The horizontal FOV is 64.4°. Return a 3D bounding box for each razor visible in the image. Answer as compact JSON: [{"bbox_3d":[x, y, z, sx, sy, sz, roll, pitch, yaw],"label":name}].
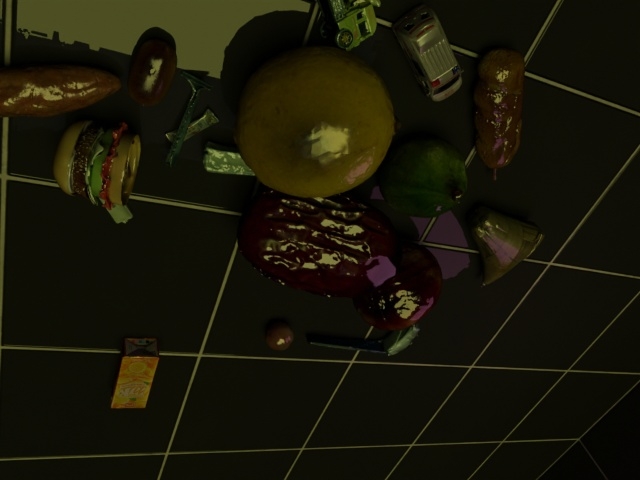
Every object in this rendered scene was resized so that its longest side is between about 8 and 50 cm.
[{"bbox_3d":[-0.268,-0.232,1.007,0.066,0.033,0.190,27,111,4],"label":"razor"}]

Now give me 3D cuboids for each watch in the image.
[{"bbox_3d":[0.143,0.280,1.542,0.276,0.068,0.274,-40,129,16],"label":"watch"}]

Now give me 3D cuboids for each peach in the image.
[{"bbox_3d":[-0.119,0.271,1.440,0.083,0.083,0.083,-9,130,-11],"label":"peach"}]

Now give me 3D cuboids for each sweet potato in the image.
[{"bbox_3d":[-0.481,-0.267,0.885,0.252,0.097,0.097,-13,130,-13],"label":"sweet potato"}]

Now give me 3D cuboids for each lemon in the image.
[{"bbox_3d":[-0.010,-0.218,0.954,0.297,0.297,0.297,-9,130,-11],"label":"lemon"}]

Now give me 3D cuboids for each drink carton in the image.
[{"bbox_3d":[-0.510,0.367,1.394,0.096,0.071,0.223,8,124,-25],"label":"drink carton"}]

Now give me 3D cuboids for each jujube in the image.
[{"bbox_3d":[0.000,0.000,1.164,0.377,0.258,0.258,21,120,-14],"label":"jujube"}]

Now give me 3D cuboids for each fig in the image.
[{"bbox_3d":[0.254,-0.119,1.150,0.203,0.235,0.203,-10,126,-14],"label":"fig"},{"bbox_3d":[0.202,0.108,1.331,0.263,0.224,0.224,-33,133,-14],"label":"fig"}]

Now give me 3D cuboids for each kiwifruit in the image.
[{"bbox_3d":[-0.306,-0.304,0.923,0.075,0.075,0.124,15,117,-28],"label":"kiwifruit"}]

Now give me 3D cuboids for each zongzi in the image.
[{"bbox_3d":[0.463,0.026,1.428,0.228,0.115,0.256,16,132,-24],"label":"zongzi"}]

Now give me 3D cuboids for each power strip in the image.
[{"bbox_3d":[-0.442,-0.075,1.097,0.040,0.016,0.090,-21,132,-2],"label":"power strip"}]

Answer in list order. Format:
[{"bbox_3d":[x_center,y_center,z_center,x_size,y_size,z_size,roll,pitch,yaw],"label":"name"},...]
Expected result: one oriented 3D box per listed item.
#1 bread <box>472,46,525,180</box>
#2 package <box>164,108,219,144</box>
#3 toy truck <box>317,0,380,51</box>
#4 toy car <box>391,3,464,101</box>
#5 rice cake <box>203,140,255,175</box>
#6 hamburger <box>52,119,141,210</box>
[{"bbox_3d":[0.416,-0.276,1.175,0.124,0.084,0.344,-18,131,-3],"label":"bread"},{"bbox_3d":[-0.262,-0.229,1.034,0.110,0.015,0.037,-29,136,8],"label":"package"},{"bbox_3d":[0.042,-0.451,0.914,0.116,0.085,0.191,-30,129,-5],"label":"toy truck"},{"bbox_3d":[0.231,-0.363,1.028,0.089,0.108,0.209,-33,130,10],"label":"toy car"},{"bbox_3d":[-0.085,-0.163,1.107,0.336,0.066,0.063,4,106,-22],"label":"rice cake"},{"bbox_3d":[-0.424,-0.147,0.959,0.137,0.175,0.175,12,124,-10],"label":"hamburger"}]
